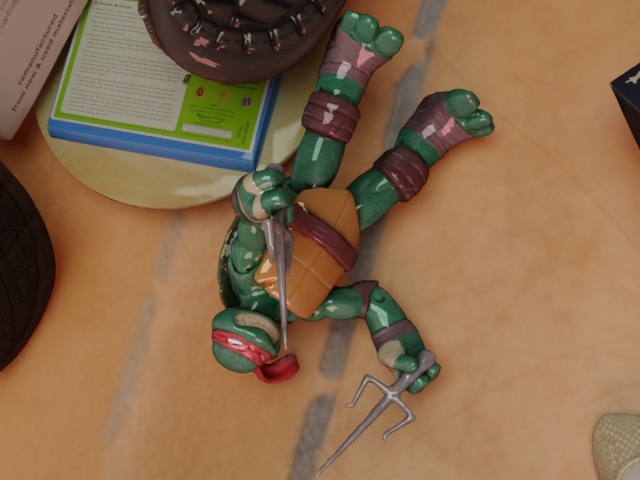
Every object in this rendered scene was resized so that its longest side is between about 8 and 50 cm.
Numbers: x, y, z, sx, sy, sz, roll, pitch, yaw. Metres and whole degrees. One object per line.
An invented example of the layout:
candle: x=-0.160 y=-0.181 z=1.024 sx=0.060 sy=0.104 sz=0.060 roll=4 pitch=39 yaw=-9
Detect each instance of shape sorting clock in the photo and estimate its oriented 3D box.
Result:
shape sorting clock: x=-0.085 y=-0.117 z=0.789 sx=0.206 sy=0.040 sz=0.206 roll=-4 pitch=76 yaw=15

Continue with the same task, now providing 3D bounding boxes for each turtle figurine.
turtle figurine: x=0.000 y=0.000 z=0.702 sx=0.118 sy=0.175 sz=0.234 roll=14 pitch=71 yaw=44

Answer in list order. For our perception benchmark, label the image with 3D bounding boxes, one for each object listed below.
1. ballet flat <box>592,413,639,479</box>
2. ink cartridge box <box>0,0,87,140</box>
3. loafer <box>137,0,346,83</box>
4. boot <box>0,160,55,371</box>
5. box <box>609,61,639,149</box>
ballet flat: x=0.199 y=0.167 z=0.676 sx=0.057 sy=0.052 sz=0.168 roll=-27 pitch=76 yaw=6
ink cartridge box: x=-0.306 y=-0.191 z=0.697 sx=0.226 sy=0.306 sz=0.131 roll=27 pitch=89 yaw=26
loafer: x=-0.043 y=-0.252 z=0.760 sx=0.134 sy=0.130 sz=0.365 roll=12 pitch=70 yaw=-19
boot: x=-0.344 y=-0.058 z=0.699 sx=0.284 sy=0.377 sz=0.138 roll=24 pitch=82 yaw=32
box: x=0.288 y=-0.039 z=0.598 sx=0.184 sy=0.103 sz=0.261 roll=-36 pitch=35 yaw=5
